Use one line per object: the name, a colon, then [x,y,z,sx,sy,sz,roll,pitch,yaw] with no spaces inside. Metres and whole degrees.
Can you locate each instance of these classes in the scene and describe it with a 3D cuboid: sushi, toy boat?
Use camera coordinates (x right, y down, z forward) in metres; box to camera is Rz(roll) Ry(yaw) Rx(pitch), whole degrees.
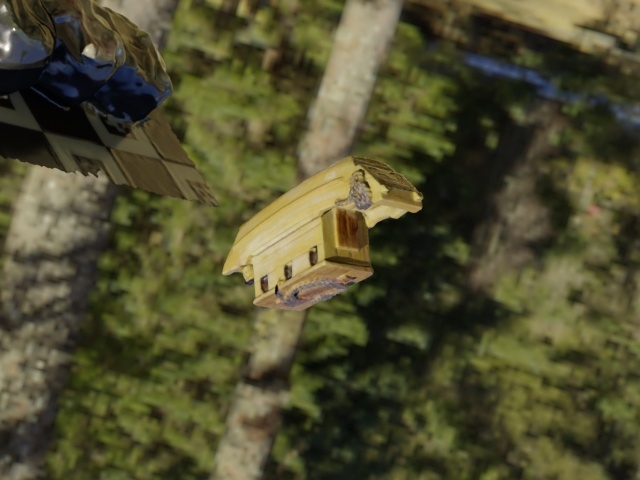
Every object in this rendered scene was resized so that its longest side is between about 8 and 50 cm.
sushi: [-0.228,-0.192,1.386,0.373,0.100,0.296,14,-142,-57]
toy boat: [0.000,0.000,1.117,0.057,0.077,0.200,10,154,-34]
